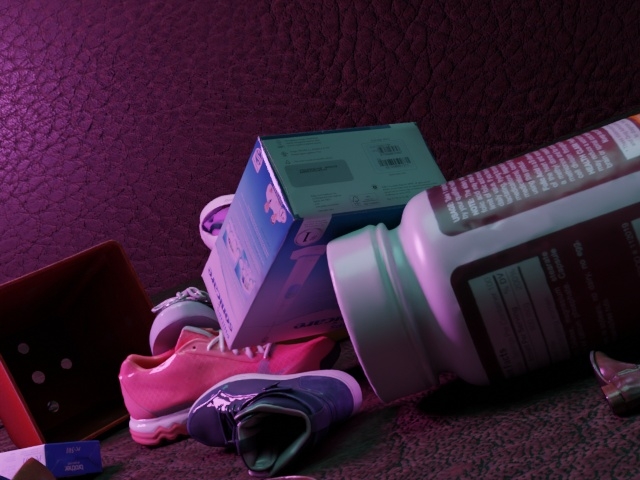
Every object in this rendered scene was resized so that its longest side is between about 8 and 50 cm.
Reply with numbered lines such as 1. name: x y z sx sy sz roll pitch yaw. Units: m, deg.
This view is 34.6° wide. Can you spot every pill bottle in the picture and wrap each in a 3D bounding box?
1. pill bottle: 0.221 0.024 1.099 0.392 0.224 0.224 -19 6 7

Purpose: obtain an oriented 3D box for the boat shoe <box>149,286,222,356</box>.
1. boat shoe: -0.193 0.127 1.540 0.113 0.105 0.306 -22 -20 2

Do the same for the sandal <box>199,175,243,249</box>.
1. sandal: -0.126 -0.051 1.685 0.169 0.102 0.416 -24 7 -22

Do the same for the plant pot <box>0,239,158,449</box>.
1. plant pot: -0.418 0.196 1.661 0.267 0.267 0.236 -26 -5 -39

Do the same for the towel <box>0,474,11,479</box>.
1. towel: -0.546 0.329 1.224 0.336 0.040 0.243 -19 -31 10

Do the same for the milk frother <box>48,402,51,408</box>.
1. milk frother: -0.589 0.277 1.936 0.143 0.134 0.129 -20 37 28

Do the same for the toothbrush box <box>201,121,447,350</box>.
1. toothbrush box: 0.000 0.000 1.277 0.216 0.126 0.295 -9 -32 -26

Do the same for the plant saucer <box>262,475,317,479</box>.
1. plant saucer: -0.076 0.258 0.919 0.168 0.029 0.168 -19 4 1

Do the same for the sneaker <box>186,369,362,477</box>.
1. sneaker: -0.084 0.207 1.149 0.226 0.086 0.163 -16 5 26

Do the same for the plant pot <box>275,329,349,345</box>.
1. plant pot: -0.030 0.072 1.654 0.212 0.187 0.212 -22 6 -2

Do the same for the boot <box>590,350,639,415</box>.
1. boot: 0.306 0.112 0.924 0.114 0.037 0.106 -23 19 10

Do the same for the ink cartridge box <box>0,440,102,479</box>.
1. ink cartridge box: -0.400 0.304 1.370 0.207 0.046 0.097 -16 -15 32

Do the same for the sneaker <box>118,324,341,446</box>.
1. sneaker: -0.131 0.170 1.378 0.314 0.136 0.116 -20 7 8

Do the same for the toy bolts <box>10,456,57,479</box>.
1. toy bolts: -0.215 0.303 0.780 0.218 0.158 0.228 -62 0 24
